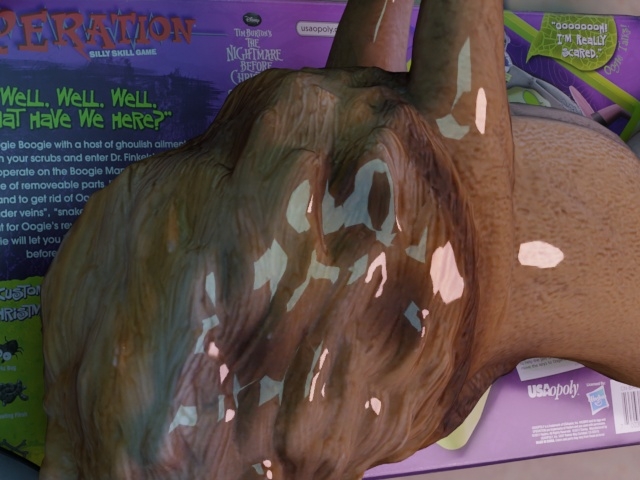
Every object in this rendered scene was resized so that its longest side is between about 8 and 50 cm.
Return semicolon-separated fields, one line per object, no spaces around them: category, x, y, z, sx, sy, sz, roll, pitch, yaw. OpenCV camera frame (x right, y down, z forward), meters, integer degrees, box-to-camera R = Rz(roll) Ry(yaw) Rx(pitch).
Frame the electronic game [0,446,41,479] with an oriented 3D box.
electronic game;-0.163;0.174;0.456;0.229;0.048;0.229;-3;98;-18

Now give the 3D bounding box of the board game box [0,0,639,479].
board game box;0.000;0.000;0.572;0.347;0.056;0.208;-2;89;-25

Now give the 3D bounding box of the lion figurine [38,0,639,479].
lion figurine;0.087;-0.004;0.515;0.392;0.142;0.240;7;88;-29
